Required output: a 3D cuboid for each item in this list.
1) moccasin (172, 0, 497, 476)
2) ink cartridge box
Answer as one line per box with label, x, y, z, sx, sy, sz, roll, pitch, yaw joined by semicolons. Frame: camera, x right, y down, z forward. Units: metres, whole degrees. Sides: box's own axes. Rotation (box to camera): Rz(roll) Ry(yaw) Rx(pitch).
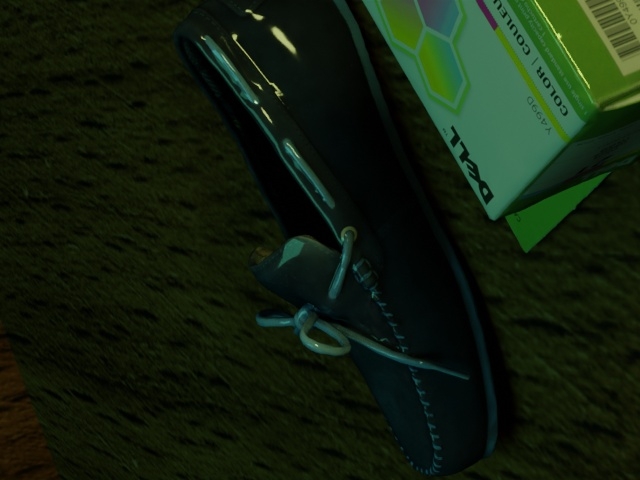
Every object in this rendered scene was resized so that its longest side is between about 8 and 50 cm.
moccasin;0.000;0.000;1.132;0.342;0.116;0.137;66;155;2
ink cartridge box;0.080;-0.101;0.912;0.189;0.097;0.255;60;154;13
